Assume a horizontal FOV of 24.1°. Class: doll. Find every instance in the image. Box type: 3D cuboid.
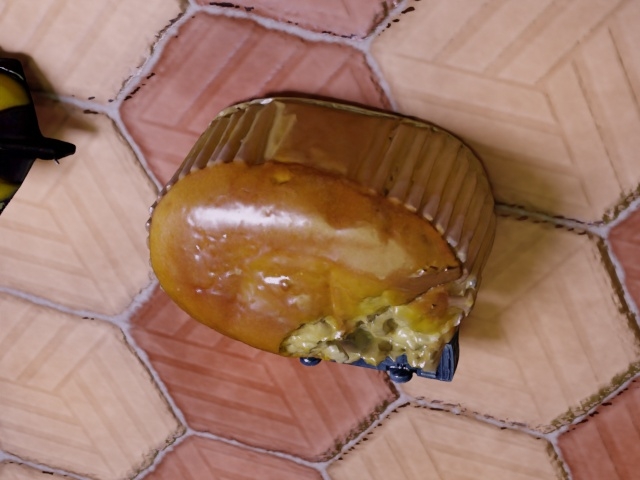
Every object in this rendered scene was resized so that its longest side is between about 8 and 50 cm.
[{"bbox_3d":[-0.316,-0.091,1.183,0.249,0.088,0.127,17,132,11],"label":"doll"}]

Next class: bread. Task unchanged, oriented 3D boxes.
[{"bbox_3d":[0.000,0.000,1.119,0.250,0.133,0.179,14,127,7],"label":"bread"}]

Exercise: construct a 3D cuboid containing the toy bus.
[{"bbox_3d":[0.032,0.070,1.207,0.166,0.065,0.047,9,130,15],"label":"toy bus"}]
